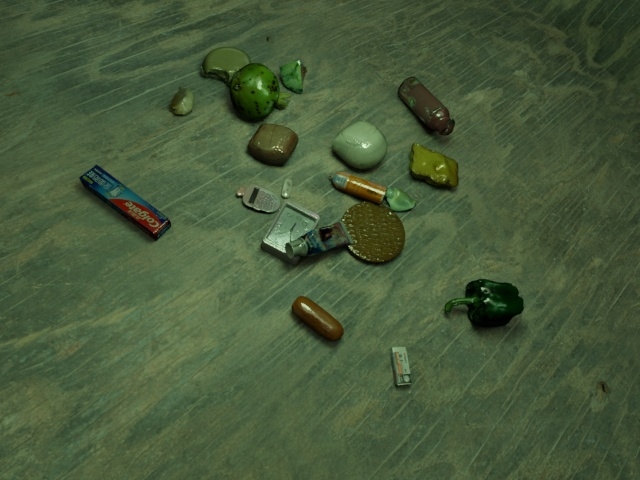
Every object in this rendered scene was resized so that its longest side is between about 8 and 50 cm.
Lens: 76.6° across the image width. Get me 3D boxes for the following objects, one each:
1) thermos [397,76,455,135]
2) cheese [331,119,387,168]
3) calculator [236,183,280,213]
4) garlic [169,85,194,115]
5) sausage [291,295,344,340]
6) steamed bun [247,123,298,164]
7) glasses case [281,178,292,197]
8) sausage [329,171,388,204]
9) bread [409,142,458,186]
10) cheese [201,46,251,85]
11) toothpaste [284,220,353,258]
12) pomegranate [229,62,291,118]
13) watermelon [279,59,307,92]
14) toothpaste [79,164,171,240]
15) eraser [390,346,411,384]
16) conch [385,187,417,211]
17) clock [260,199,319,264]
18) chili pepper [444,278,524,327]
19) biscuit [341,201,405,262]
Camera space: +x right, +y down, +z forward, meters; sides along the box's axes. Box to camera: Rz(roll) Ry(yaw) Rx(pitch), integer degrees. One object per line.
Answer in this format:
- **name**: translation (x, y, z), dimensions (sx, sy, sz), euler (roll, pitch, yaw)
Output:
- **thermos**: translation (0.467, -0.571, 1.787), dimensions (0.109, 0.136, 0.330), euler (0, 48, -42)
- **cheese**: translation (0.169, -0.377, 1.627), dimensions (0.198, 0.154, 0.189), euler (-37, 61, -21)
- **calculator**: translation (-0.230, -0.156, 1.503), dimensions (0.166, 0.024, 0.103), euler (21, 63, -6)
- **garlic**: translation (-0.535, -0.555, 1.583), dimensions (0.084, 0.066, 0.152), euler (14, 66, -5)
- **sausage**: translation (-0.008, 0.260, 1.342), dimensions (0.197, 0.076, 0.076), euler (38, 63, 3)
- **steamed bun**: translation (-0.185, -0.367, 1.569), dimensions (0.175, 0.106, 0.145), euler (18, 68, 10)
- **glasses case**: translation (-0.128, -0.199, 1.548), dimensions (0.032, 0.021, 0.083), euler (15, 63, -10)
- **sausage**: translation (0.141, -0.213, 1.581), dimensions (0.234, 0.071, 0.071), euler (22, 62, 7)
- **bread**: translation (0.474, -0.304, 1.711), dimensions (0.233, 0.088, 0.160), euler (17, 68, -9)
- **cheese**: translation (-0.392, -0.721, 1.682), dimensions (0.202, 0.091, 0.175), euler (-6, 68, -15)
- **toothpaste**: translation (0.000, 0.000, 1.417), dimensions (0.266, 0.061, 0.096), euler (-18, 77, -35)
- **pomegranate**: translation (-0.241, -0.585, 1.610), dimensions (0.263, 0.211, 0.211), euler (-1, 62, -50)
- **watermelon**: translation (-0.117, -0.737, 1.751), dimensions (0.098, 0.121, 0.158), euler (4, 59, 12)
- **toothpaste**: translation (-0.654, -0.128, 1.363), dimensions (0.320, 0.066, 0.076), euler (35, 63, 4)
- **eraser**: translation (0.268, 0.421, 1.361), dimensions (0.052, 0.029, 0.122), euler (1, 67, -14)
- **conch**: translation (0.303, -0.168, 1.616), dimensions (0.180, 0.065, 0.088), euler (21, 62, -9)
- **clock**: translation (-0.108, -0.032, 1.455), dimensions (0.150, 0.063, 0.197), euler (28, 63, -1)
- **chili pepper**: translation (0.583, 0.226, 1.457), dimensions (0.261, 0.165, 0.174), euler (0, 78, -12)
- **biscuit**: translation (0.197, -0.031, 1.544), dimensions (0.262, 0.037, 0.262), euler (5, 66, -11)
